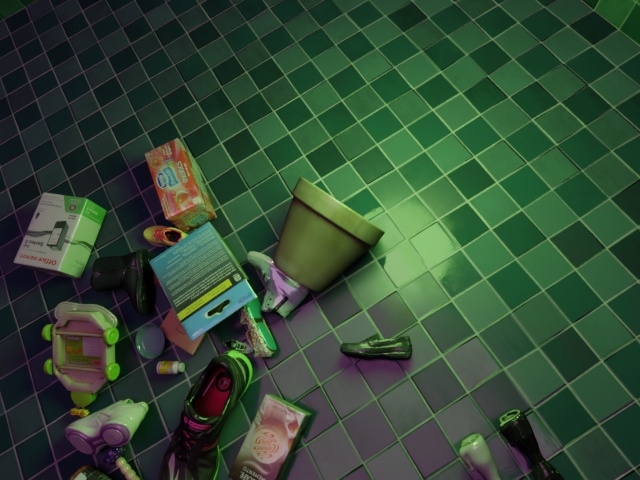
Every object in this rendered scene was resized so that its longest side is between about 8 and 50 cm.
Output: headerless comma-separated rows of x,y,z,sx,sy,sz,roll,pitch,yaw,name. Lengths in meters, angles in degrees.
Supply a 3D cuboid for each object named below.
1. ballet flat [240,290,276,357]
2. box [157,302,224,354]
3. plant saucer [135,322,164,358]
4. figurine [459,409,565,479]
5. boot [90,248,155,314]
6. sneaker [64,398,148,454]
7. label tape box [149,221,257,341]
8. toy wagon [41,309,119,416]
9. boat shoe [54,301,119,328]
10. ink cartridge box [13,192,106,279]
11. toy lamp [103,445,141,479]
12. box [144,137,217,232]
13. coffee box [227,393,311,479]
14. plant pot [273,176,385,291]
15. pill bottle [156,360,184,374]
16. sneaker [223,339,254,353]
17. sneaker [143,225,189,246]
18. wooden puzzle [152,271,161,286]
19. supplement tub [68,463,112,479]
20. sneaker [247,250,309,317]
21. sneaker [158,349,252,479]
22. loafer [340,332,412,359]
-0.223,0.278,1.425,0.077,0.091,0.241,-35,63,20,ballet flat
-0.450,0.268,1.496,0.164,0.021,0.201,25,77,17,box
-0.578,0.344,1.478,0.119,0.021,0.120,-2,85,18,plant saucer
0.519,0.614,1.177,0.214,0.092,0.210,-31,72,-1,figurine
-0.708,0.162,1.541,0.207,0.094,0.247,-13,73,9,boot
-0.682,0.593,1.385,0.304,0.152,0.114,-17,107,22,sneaker
-0.387,0.143,1.461,0.249,0.115,0.348,-35,64,-8,label tape box
-0.799,0.410,1.447,0.266,0.068,0.345,0,94,15,toy wagon
-0.814,0.275,1.525,0.254,0.079,0.095,4,74,14,boat shoe
-0.981,-0.018,1.635,0.210,0.121,0.290,8,73,13,ink cartridge box
-0.553,0.750,1.313,0.274,0.080,0.080,38,81,22,toy lamp
-0.519,-0.203,1.608,0.142,0.154,0.300,-26,70,0,box
-0.146,0.605,1.281,0.141,0.098,0.247,21,75,16,coffee box
0.000,0.000,1.390,0.323,0.323,0.281,34,96,19,plant pot
-0.498,0.423,1.436,0.083,0.043,0.044,-4,70,8,pill bottle
-0.272,0.347,1.411,0.098,0.069,0.038,4,72,11,sneaker
-0.565,-0.020,1.580,0.208,0.094,0.082,9,74,14,sneaker
-0.591,0.137,1.575,0.083,0.006,0.050,20,75,16,wooden puzzle
-0.668,0.777,1.305,0.197,0.106,0.106,24,76,17,supplement tub
-0.181,0.150,1.449,0.255,0.094,0.151,35,73,17,sneaker
-0.368,0.555,1.281,0.185,0.202,0.484,14,73,15,sneaker
0.172,0.328,1.343,0.222,0.076,0.079,0,65,5,loafer
